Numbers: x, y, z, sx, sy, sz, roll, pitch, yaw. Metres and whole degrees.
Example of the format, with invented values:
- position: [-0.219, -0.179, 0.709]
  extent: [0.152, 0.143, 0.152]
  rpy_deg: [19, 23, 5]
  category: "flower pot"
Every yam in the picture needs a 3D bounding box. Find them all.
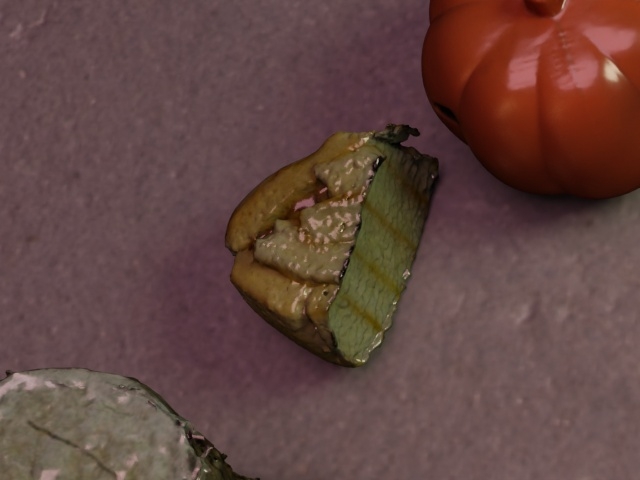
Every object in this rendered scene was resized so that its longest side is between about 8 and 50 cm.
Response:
- position: [-0.122, 0.225, 0.993]
  extent: [0.241, 0.348, 0.241]
  rpy_deg: [-4, 61, 8]
  category: "yam"

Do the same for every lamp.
- position: [0.153, -0.121, 1.107]
  extent: [0.187, 0.164, 0.188]
  rpy_deg: [-7, 70, 19]
  category: "lamp"

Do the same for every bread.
- position: [0.001, -0.005, 1.159]
  extent: [0.110, 0.103, 0.156]
  rpy_deg: [10, 68, 35]
  category: "bread"
